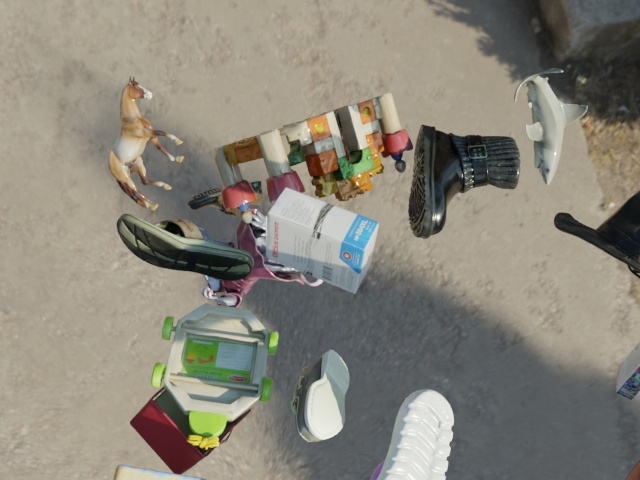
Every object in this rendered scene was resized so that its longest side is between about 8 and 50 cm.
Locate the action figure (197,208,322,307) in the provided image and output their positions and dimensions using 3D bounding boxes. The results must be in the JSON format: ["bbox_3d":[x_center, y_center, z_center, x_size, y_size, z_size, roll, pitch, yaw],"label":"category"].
[{"bbox_3d":[-0.200,0.064,1.895,0.275,0.370,0.248,12,57,-30],"label":"action figure"}]

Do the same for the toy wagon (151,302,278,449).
[{"bbox_3d":[-0.242,0.306,1.555,0.267,0.068,0.344,9,55,-5],"label":"toy wagon"}]

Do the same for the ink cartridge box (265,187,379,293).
[{"bbox_3d":[0.000,0.000,1.358,0.203,0.148,0.086,22,53,12],"label":"ink cartridge box"}]

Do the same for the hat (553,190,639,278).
[{"bbox_3d":[0.555,0.002,1.119,0.331,0.331,0.134,31,106,7],"label":"hat"}]

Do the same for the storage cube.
[{"bbox_3d":[-0.323,0.430,1.696,0.215,0.193,0.183,47,47,3],"label":"storage cube"}]

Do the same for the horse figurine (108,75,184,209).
[{"bbox_3d":[-0.370,-0.177,1.406,0.174,0.263,0.066,36,37,9],"label":"horse figurine"}]

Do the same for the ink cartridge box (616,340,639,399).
[{"bbox_3d":[0.500,0.187,1.062,0.029,0.115,0.063,26,40,8],"label":"ink cartridge box"}]

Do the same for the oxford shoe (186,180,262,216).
[{"bbox_3d":[-0.267,-0.108,1.962,0.227,0.083,0.096,-12,102,-22],"label":"oxford shoe"}]

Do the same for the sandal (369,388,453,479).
[{"bbox_3d":[0.154,0.499,1.362,0.169,0.102,0.416,36,67,-16],"label":"sandal"}]

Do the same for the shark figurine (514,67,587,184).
[{"bbox_3d":[0.456,-0.261,1.337,0.116,0.278,0.166,-3,52,25],"label":"shark figurine"}]

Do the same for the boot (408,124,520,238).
[{"bbox_3d":[0.364,-0.142,1.709,0.260,0.131,0.348,11,59,-3],"label":"boot"}]

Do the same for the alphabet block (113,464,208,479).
[{"bbox_3d":[-0.339,0.591,1.384,0.193,0.192,0.197,11,52,-4],"label":"alphabet block"}]

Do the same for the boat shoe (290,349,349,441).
[{"bbox_3d":[-0.008,0.342,1.473,0.091,0.305,0.109,-33,100,18],"label":"boat shoe"}]

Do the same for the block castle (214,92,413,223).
[{"bbox_3d":[-0.010,-0.203,1.729,0.453,0.303,0.213,-25,103,-35],"label":"block castle"}]

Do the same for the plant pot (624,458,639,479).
[{"bbox_3d":[0.568,0.354,0.867,0.267,0.236,0.267,8,29,7],"label":"plant pot"}]

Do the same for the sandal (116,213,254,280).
[{"bbox_3d":[-0.290,0.008,1.484,0.302,0.120,0.086,18,53,-16],"label":"sandal"}]
